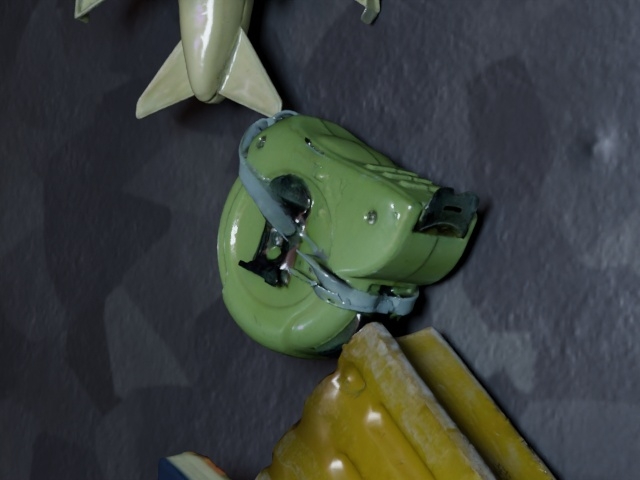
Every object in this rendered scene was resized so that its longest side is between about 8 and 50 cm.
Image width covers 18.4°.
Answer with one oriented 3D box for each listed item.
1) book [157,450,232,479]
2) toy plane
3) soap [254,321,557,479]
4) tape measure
[{"bbox_3d":[-0.002,0.348,1.165,0.428,0.039,0.300,35,121,49],"label":"book"},{"bbox_3d":[-0.067,-0.209,1.345,0.242,0.104,0.256,2,92,30],"label":"toy plane"},{"bbox_3d":[0.073,0.190,1.158,0.257,0.080,0.160,53,124,35],"label":"soap"},{"bbox_3d":[0.000,0.000,1.252,0.177,0.087,0.154,36,111,44],"label":"tape measure"}]
